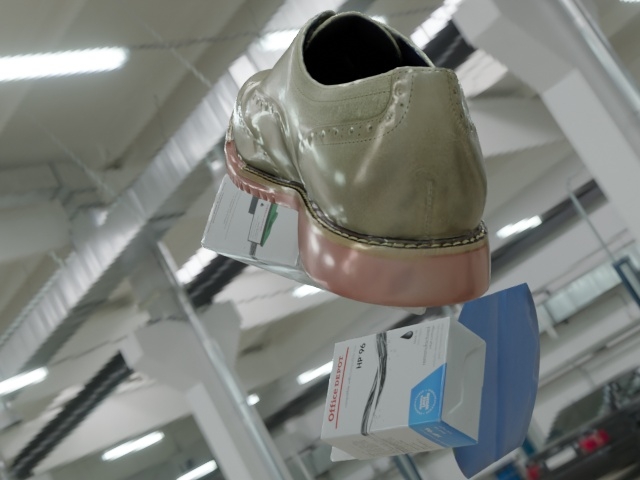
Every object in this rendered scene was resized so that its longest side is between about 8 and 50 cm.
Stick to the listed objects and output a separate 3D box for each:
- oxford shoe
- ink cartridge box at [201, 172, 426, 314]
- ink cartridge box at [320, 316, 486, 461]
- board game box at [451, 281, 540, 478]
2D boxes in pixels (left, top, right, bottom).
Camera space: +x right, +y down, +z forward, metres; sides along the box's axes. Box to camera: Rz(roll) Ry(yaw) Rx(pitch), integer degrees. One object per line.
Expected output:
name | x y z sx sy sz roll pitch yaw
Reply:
oxford shoe | 0.021 -0.088 0.712 0.140 0.146 0.397 -4 20 -18
ink cartridge box | 0.000 0.000 1.064 0.160 0.092 0.219 21 -6 -31
ink cartridge box | 0.029 0.067 0.453 0.083 0.048 0.028 -19 -41 40
board game box | 0.122 0.104 0.797 0.033 0.133 0.169 4 8 34
